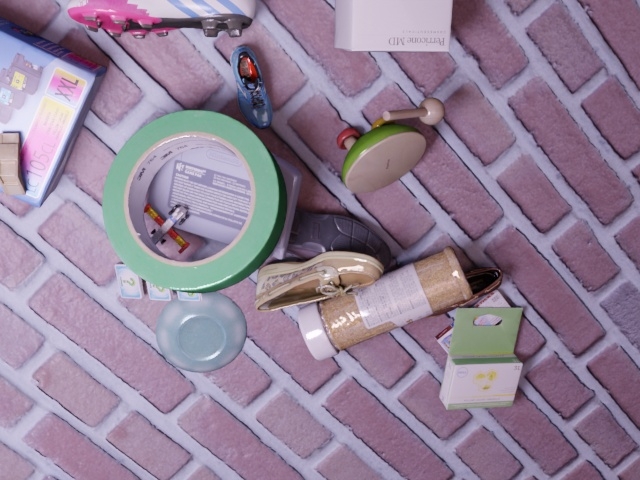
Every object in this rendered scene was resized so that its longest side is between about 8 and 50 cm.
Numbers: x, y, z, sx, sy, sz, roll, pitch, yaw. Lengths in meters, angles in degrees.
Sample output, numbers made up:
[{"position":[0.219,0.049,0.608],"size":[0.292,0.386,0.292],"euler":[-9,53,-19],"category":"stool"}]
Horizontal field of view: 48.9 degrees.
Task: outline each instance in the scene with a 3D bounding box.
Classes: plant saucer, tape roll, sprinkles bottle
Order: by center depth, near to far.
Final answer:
[{"position":[-0.223,-0.068,1.252],"size":[0.321,0.077,0.321],"euler":[-1,82,9],"category":"tape roll"},{"position":[0.133,0.132,1.468],"size":[0.355,0.121,0.121],"euler":[-24,109,8],"category":"sprinkles bottle"},{"position":[-0.253,0.202,1.498],"size":[0.194,0.037,0.195],"euler":[-3,108,-8],"category":"plant saucer"}]

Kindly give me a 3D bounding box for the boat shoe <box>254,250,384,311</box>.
[{"position":[-0.005,0.090,1.408],"size":[0.285,0.089,0.104],"euler":[-12,142,31],"category":"boat shoe"}]

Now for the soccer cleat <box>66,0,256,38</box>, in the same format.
[{"position":[-0.283,-0.446,1.269],"size":[0.331,0.116,0.143],"euler":[-2,91,-11],"category":"soccer cleat"}]

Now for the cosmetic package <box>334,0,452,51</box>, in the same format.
[{"position":[0.134,-0.531,1.278],"size":[0.196,0.155,0.366],"euler":[-4,106,-11],"category":"cosmetic package"}]

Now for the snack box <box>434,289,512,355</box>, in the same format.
[{"position":[0.349,0.190,1.601],"size":[0.178,0.022,0.064],"euler":[-39,111,4],"category":"snack box"}]

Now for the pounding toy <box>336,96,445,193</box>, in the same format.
[{"position":[0.117,-0.208,1.390],"size":[0.182,0.110,0.237],"euler":[-11,150,-36],"category":"pounding toy"}]

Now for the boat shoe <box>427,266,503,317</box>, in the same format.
[{"position":[0.299,0.107,1.533],"size":[0.207,0.073,0.073],"euler":[-24,77,-5],"category":"boat shoe"}]

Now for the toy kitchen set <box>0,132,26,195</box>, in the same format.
[{"position":[-0.544,-0.129,1.198],"size":[0.068,0.075,0.083],"euler":[-3,69,-13],"category":"toy kitchen set"}]

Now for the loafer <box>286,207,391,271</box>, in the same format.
[{"position":[0.000,0.000,1.464],"size":[0.302,0.095,0.109],"euler":[18,73,-18],"category":"loafer"}]

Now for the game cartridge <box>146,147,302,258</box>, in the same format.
[{"position":[-0.185,-0.097,1.350],"size":[0.297,0.062,0.198],"euler":[17,102,14],"category":"game cartridge"}]

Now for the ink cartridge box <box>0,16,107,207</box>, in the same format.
[{"position":[-0.622,-0.267,1.237],"size":[0.395,0.151,0.270],"euler":[25,101,-14],"category":"ink cartridge box"}]

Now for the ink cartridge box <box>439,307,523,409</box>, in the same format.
[{"position":[0.373,0.269,1.597],"size":[0.171,0.056,0.235],"euler":[1,114,-14],"category":"ink cartridge box"}]

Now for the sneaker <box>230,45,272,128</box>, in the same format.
[{"position":[-0.135,-0.289,1.348],"size":[0.063,0.073,0.162],"euler":[-20,109,-3],"category":"sneaker"}]

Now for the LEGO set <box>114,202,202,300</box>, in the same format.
[{"position":[-0.338,0.014,1.377],"size":[0.182,0.060,0.244],"euler":[2,112,16],"category":"LEGO set"}]
